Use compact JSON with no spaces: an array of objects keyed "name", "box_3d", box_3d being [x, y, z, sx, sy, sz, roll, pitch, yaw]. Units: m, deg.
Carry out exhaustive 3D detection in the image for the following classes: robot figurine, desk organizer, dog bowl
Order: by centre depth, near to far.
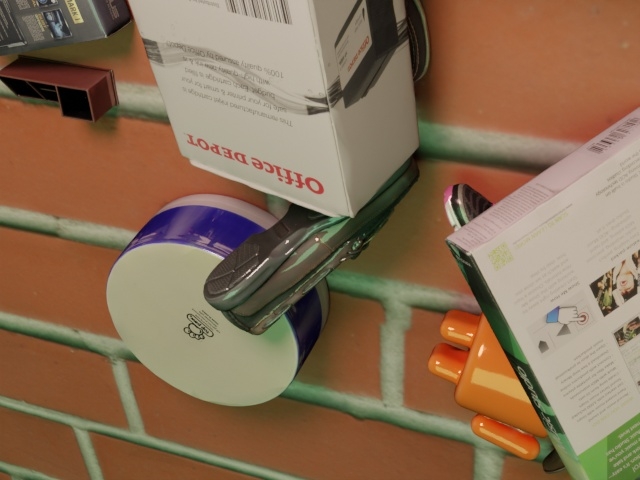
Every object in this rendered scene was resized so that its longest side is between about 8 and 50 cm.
[{"name":"robot figurine","box_3d":[0.232,0.144,0.940,0.219,0.158,0.128,20,152,10]},{"name":"desk organizer","box_3d":[-0.307,-0.176,0.998,0.130,0.050,0.047,12,129,17]},{"name":"dog bowl","box_3d":[-0.129,0.079,1.073,0.264,0.104,0.265,13,129,16]}]

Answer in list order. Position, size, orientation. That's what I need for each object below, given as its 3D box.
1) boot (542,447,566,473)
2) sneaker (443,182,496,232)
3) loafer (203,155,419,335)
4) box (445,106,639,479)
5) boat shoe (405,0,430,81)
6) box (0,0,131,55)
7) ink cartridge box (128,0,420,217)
[{"name":"boot","box_3d":[0.271,0.222,1.040,0.114,0.037,0.106,37,118,-9]},{"name":"sneaker","box_3d":[0.202,-0.008,0.883,0.170,0.063,0.075,41,132,-15]},{"name":"loafer","box_3d":[0.000,0.000,0.920,0.267,0.096,0.084,-36,120,6]},{"name":"box","box_3d":[0.286,0.067,0.814,0.232,0.058,0.322,-33,111,-6]},{"name":"boat shoe","box_3d":[0.040,-0.228,0.788,0.075,0.065,0.206,-9,120,30]},{"name":"box","box_3d":[-0.322,-0.316,0.893,0.183,0.059,0.233,-2,123,27]},{"name":"ink cartridge box","box_3d":[-0.047,-0.198,0.748,0.223,0.129,0.307,22,142,32]}]
